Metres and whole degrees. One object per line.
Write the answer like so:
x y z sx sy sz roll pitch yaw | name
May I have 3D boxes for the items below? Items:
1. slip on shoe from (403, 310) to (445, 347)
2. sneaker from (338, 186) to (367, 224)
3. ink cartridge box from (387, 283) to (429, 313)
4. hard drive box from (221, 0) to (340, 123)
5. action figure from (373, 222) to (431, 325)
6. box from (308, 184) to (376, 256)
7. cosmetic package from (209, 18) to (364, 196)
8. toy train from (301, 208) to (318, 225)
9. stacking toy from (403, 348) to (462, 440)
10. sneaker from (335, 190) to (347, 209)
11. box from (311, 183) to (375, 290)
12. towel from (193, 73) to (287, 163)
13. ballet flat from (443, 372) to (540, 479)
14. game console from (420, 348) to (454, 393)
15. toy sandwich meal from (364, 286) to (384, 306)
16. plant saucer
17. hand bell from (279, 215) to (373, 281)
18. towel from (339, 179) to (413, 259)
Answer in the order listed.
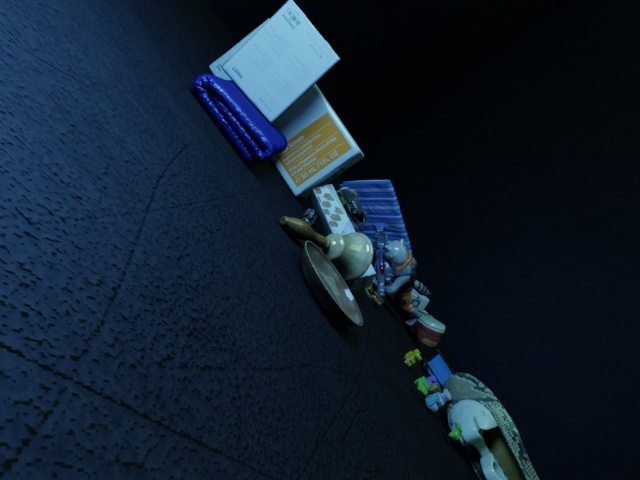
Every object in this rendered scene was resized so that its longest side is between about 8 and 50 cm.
0.391 0.334 1.851 0.123 0.101 0.331 19 3 -7 | slip on shoe
0.120 -0.122 1.699 0.158 0.061 0.065 51 17 -19 | sneaker
0.353 0.221 1.872 0.180 0.060 0.104 21 15 -32 | ink cartridge box
-0.097 -0.438 1.176 0.181 0.232 0.089 48 10 -13 | hard drive box
0.280 0.090 1.650 0.330 0.179 0.341 64 23 -51 | action figure
0.081 -0.053 1.664 0.293 0.073 0.295 57 10 11 | box
-0.092 -0.374 1.388 0.453 0.230 0.161 56 10 2 | cosmetic package
-0.031 -0.061 1.258 0.036 0.027 0.158 44 11 -5 | toy train
0.290 0.402 1.241 0.167 0.052 0.221 53 12 -8 | stacking toy
0.069 -0.133 1.572 0.083 0.031 0.035 44 16 -44 | sneaker
0.055 -0.016 1.290 0.067 0.063 0.324 97 -25 -52 | box
-0.185 -0.285 1.127 0.227 0.076 0.308 47 11 -9 | towel
0.451 0.563 1.222 0.182 0.164 0.482 18 39 -50 | ballet flat
0.393 0.435 1.557 0.122 0.071 0.107 56 9 6 | game console
0.166 0.167 1.452 0.085 0.029 0.085 54 10 -13 | toy sandwich meal
0.015 0.091 0.936 0.198 0.036 0.198 54 10 -14 | plant saucer
0.000 0.000 1.045 0.242 0.126 0.126 28 27 -46 | hand bell
0.208 -0.067 1.771 0.243 0.040 0.336 5 -57 46 | towel
